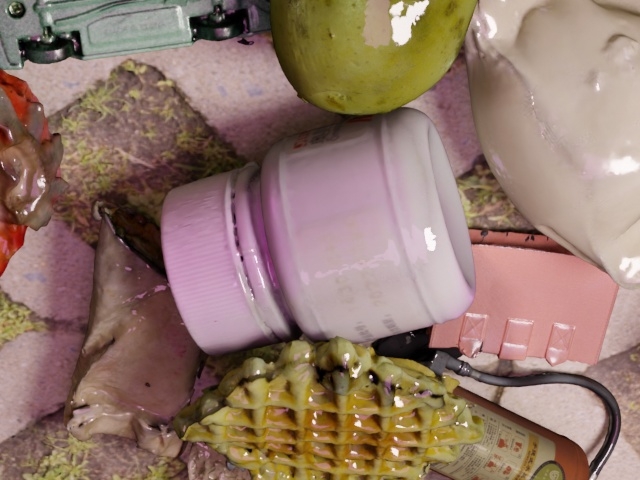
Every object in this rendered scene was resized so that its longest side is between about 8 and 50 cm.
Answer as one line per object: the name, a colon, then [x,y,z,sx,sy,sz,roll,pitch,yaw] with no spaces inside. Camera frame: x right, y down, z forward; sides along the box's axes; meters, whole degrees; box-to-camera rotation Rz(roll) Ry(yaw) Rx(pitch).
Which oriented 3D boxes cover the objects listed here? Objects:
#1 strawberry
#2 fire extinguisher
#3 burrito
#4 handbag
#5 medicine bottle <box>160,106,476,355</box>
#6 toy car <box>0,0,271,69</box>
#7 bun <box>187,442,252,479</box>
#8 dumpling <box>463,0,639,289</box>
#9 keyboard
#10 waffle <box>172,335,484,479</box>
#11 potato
strawberry: [-0.445,-0.089,1.533,0.336,0.149,0.265,-6,125,9]
fire extinguisher: [0.248,0.247,1.775,0.376,0.113,0.200,29,111,-24]
burrito: [-0.205,0.109,1.676,0.175,0.107,0.347,-1,121,-23]
handbag: [0.242,0.071,1.702,0.212,0.059,0.157,6,114,-6]
medicine bottle: [0.000,0.000,1.557,0.302,0.241,0.241,-14,118,12]
toy car: [-0.192,-0.264,1.479,0.321,0.097,0.141,-10,118,-8]
bun: [-0.053,0.273,1.766,0.237,0.116,0.210,-23,118,4]
dumpling: [0.315,-0.164,1.558,0.315,0.233,0.395,-41,103,-19]
keyboard: [0.189,0.091,1.750,0.250,0.017,0.087,-36,114,12]
waffle: [0.013,0.204,1.595,0.297,0.073,0.317,-29,137,35]
potato: [0.057,-0.277,1.429,0.216,0.216,0.304,12,88,-11]
